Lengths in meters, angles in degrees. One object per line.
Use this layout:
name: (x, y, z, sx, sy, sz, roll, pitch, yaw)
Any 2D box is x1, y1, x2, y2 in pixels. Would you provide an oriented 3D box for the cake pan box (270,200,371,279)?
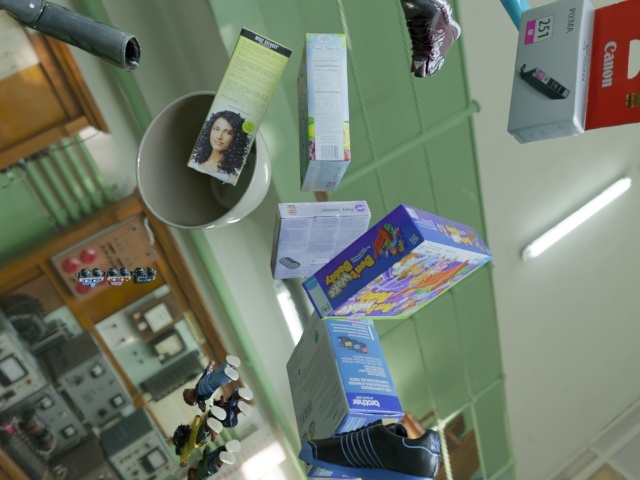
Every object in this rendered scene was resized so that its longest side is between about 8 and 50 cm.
cake pan box: (0.000, 0.000, 1.837, 0.246, 0.266, 0.070, 100, -18, -46)

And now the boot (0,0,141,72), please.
boot: (-0.398, -0.340, 1.022, 0.208, 0.076, 0.189, 30, 3, 2)

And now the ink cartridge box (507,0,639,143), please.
ink cartridge box: (0.475, -0.324, 1.189, 0.239, 0.275, 0.060, -5, -24, 42)

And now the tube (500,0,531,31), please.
tube: (0.489, -0.546, 1.587, 0.207, 0.080, 0.052, 60, -23, 1)

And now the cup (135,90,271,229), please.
cup: (-0.253, -0.173, 1.632, 0.331, 0.331, 0.237, 52, 11, 19)

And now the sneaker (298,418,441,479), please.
sneaker: (0.074, 0.313, 0.987, 0.232, 0.090, 0.081, 0, -22, 33)

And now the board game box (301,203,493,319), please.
board game box: (0.156, 0.054, 1.226, 0.347, 0.233, 0.078, 10, 46, -57)

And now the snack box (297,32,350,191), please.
snack box: (0.002, -0.200, 1.060, 0.174, 0.070, 0.207, 123, -35, -78)

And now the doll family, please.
doll family: (-0.154, 0.245, 0.890, 0.076, 0.193, 0.111, 37, -55, -14)

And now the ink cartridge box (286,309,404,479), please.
ink cartridge box: (0.050, 0.380, 1.569, 0.395, 0.151, 0.270, -104, -149, -48)

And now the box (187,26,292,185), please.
box: (-0.129, -0.211, 1.041, 0.087, 0.232, 0.058, 21, 11, -12)

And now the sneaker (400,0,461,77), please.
sneaker: (0.248, -0.475, 1.550, 0.106, 0.163, 0.281, 22, 5, 31)

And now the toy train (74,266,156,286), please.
toy train: (-0.408, 0.073, 1.308, 0.027, 0.158, 0.036, 18, -75, 59)
